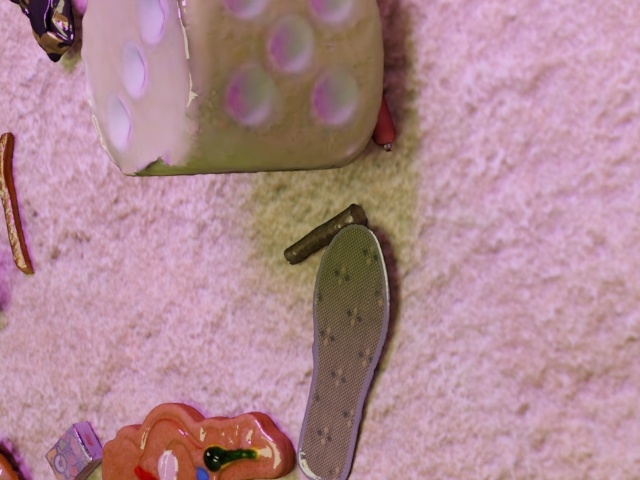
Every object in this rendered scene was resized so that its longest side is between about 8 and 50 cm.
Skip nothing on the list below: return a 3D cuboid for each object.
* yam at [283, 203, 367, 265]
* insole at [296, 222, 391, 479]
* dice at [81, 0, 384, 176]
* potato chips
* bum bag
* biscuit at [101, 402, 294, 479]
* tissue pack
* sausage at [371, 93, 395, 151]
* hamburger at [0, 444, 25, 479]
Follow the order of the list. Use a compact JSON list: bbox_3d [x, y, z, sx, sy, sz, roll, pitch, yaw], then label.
[{"bbox_3d":[0.000,0.000,1.606,0.129,0.027,0.033,-34,69,38],"label":"yam"},{"bbox_3d":[0.023,0.135,1.591,0.109,0.007,0.322,23,111,34],"label":"insole"},{"bbox_3d":[-0.100,-0.196,1.509,0.252,0.254,0.249,0,94,55],"label":"dice"},{"bbox_3d":[-0.436,-0.051,1.992,0.037,0.026,0.203,-12,84,28],"label":"potato chips"},{"bbox_3d":[-0.391,-0.335,1.908,0.232,0.060,0.106,47,130,32],"label":"bum bag"},{"bbox_3d":[-0.160,0.306,1.755,0.334,0.047,0.202,1,93,42],"label":"biscuit"},{"bbox_3d":[-0.336,0.294,1.916,0.083,0.035,0.063,-48,63,33],"label":"tissue pack"},{"bbox_3d":[0.043,-0.201,1.553,0.029,0.029,0.223,-26,76,40],"label":"sausage"},{"bbox_3d":[-0.539,0.403,2.018,0.244,0.163,0.244,1,91,41],"label":"hamburger"}]
